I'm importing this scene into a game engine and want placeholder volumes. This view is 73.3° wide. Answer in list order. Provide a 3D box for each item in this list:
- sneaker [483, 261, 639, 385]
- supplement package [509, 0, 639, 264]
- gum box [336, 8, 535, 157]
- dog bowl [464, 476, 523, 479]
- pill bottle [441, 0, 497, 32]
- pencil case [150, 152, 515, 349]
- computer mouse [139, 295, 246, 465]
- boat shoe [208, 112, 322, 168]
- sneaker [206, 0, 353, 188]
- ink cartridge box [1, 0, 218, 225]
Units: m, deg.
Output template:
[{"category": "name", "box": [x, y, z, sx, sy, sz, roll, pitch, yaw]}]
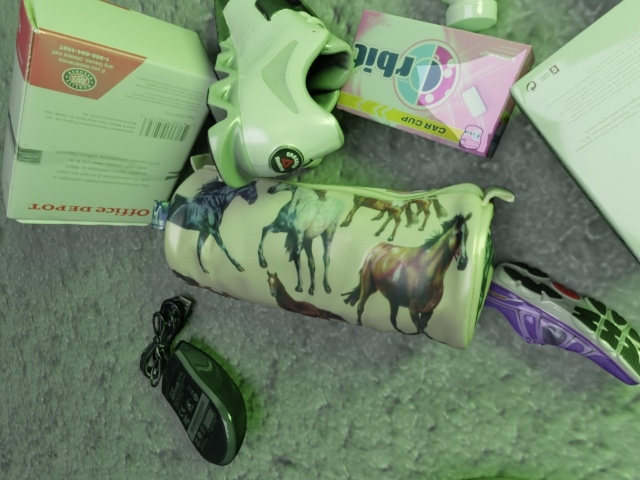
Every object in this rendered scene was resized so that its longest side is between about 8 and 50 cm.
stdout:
[{"category": "sneaker", "box": [0.251, 0.089, 0.451, 0.170, 0.068, 0.071, 37, 130, 28]}, {"category": "supplement package", "box": [0.296, -0.094, 0.331, 0.194, 0.149, 0.203, -37, 81, 29]}, {"category": "gum box", "box": [0.113, -0.171, 0.468, 0.189, 0.062, 0.107, 26, 110, 23]}, {"category": "dog bowl", "box": [0.238, 0.441, 0.489, 0.349, 0.102, 0.348, 5, 101, 28]}, {"category": "pill bottle", "box": [0.151, -0.277, 0.426, 0.067, 0.067, 0.120, 4, 101, 28]}, {"category": "pencil case", "box": [0.000, 0.000, 0.506, 0.411, 0.160, 0.183, 8, 119, 28]}, {"category": "computer mouse", "box": [-0.198, 0.237, 0.717, 0.272, 0.072, 0.188, 45, 119, 29]}, {"category": "boat shoe", "box": [-0.099, -0.173, 0.578, 0.233, 0.079, 0.084, 35, 115, 22]}, {"category": "sneaker", "box": [-0.039, -0.210, 0.489, 0.146, 0.122, 0.330, -10, 63, 7]}, {"category": "ink cartridge box", "box": [-0.292, -0.155, 0.578, 0.283, 0.207, 0.117, -50, 55, 36]}]
